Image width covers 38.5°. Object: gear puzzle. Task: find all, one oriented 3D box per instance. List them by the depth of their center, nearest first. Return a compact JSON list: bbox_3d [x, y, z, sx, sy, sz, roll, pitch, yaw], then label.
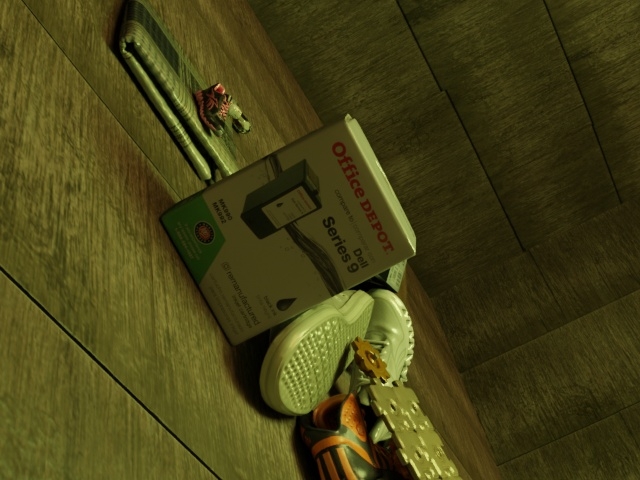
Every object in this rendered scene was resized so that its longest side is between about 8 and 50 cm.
[{"bbox_3d":[0.123,0.293,1.394,0.175,0.044,0.339,19,38,-59],"label":"gear puzzle"}]

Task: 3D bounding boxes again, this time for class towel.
[{"bbox_3d":[-0.248,-0.260,1.598,0.324,0.056,0.312,55,9,-29],"label":"towel"}]

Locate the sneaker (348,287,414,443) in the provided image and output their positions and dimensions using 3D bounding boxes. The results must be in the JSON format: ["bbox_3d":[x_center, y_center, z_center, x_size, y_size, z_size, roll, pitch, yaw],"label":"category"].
[{"bbox_3d":[0.103,0.234,1.661,0.118,0.110,0.292,-15,108,-66],"label":"sneaker"}]

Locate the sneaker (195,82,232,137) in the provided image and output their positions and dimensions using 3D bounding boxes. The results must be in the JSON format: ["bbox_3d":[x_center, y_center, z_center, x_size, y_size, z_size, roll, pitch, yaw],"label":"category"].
[{"bbox_3d":[-0.172,-0.222,1.528,0.047,0.057,0.119,55,10,-48],"label":"sneaker"}]

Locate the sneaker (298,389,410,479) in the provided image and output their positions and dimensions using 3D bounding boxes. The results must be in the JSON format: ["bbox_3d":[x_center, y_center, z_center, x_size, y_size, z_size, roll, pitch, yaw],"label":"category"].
[{"bbox_3d":[0.070,0.323,1.417,0.180,0.124,0.321,67,10,19],"label":"sneaker"}]

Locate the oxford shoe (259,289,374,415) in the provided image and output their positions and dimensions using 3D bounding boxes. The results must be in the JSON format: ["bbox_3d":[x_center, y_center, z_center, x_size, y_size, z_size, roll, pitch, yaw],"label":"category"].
[{"bbox_3d":[-0.026,0.153,1.415,0.130,0.169,0.449,20,12,12],"label":"oxford shoe"}]

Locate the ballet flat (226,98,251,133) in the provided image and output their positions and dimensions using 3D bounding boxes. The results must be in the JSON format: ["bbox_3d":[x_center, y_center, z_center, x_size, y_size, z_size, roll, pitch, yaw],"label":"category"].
[{"bbox_3d":[-0.179,-0.268,1.964,0.114,0.041,0.041,53,13,-50],"label":"ballet flat"}]

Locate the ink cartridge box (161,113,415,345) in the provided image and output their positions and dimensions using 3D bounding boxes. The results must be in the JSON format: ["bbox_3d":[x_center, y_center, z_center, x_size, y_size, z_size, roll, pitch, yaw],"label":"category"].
[{"bbox_3d":[-0.039,-0.018,1.272,0.211,0.289,0.121,61,9,-8],"label":"ink cartridge box"}]

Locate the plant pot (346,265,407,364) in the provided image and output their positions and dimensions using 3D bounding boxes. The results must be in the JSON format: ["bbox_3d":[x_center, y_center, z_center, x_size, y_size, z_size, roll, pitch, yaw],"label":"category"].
[{"bbox_3d":[0.086,0.148,1.849,0.215,0.215,0.230,-103,178,-56],"label":"plant pot"}]

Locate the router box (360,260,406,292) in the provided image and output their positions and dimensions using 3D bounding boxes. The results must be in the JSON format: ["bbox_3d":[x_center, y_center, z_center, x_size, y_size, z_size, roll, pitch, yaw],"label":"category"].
[{"bbox_3d":[0.000,0.000,1.608,0.309,0.242,0.081,41,63,-67],"label":"router box"}]

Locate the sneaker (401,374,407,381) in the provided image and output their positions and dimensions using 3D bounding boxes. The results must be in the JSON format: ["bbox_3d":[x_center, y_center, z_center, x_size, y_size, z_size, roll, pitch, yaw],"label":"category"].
[{"bbox_3d":[0.108,0.272,1.955,0.071,0.083,0.190,65,-15,-13],"label":"sneaker"}]

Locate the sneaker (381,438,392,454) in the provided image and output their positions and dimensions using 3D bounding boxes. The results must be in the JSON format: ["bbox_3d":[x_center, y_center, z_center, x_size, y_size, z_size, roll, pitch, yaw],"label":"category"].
[{"bbox_3d":[0.158,0.407,1.801,0.106,0.078,0.234,55,14,-50],"label":"sneaker"}]
